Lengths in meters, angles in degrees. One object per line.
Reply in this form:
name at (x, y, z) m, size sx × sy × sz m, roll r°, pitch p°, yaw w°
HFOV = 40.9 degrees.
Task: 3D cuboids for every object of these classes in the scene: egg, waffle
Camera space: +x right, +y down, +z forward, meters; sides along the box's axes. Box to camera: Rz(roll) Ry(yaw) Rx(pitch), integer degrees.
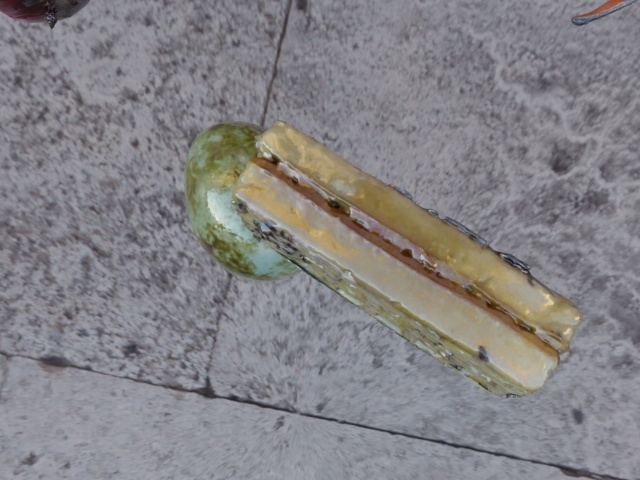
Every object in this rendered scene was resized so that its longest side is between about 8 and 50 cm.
egg at (-0.109, -0.069, 1.440) m, size 0.238 × 0.238 × 0.289 m, roll -34°, pitch 77°, yaw -8°
waffle at (0.085, 0.030, 0.963) m, size 0.376 × 0.261 × 0.114 m, roll 33°, pitch 84°, yaw 8°

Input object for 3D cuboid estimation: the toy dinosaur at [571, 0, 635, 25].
toy dinosaur at (0.293, -0.267, 0.634) m, size 0.279 × 0.055 × 0.101 m, roll -55°, pitch 45°, yaw 19°

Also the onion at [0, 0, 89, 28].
onion at (-0.522, -0.549, 1.578) m, size 0.273 × 0.273 × 0.285 m, roll -23°, pitch 64°, yaw -6°
